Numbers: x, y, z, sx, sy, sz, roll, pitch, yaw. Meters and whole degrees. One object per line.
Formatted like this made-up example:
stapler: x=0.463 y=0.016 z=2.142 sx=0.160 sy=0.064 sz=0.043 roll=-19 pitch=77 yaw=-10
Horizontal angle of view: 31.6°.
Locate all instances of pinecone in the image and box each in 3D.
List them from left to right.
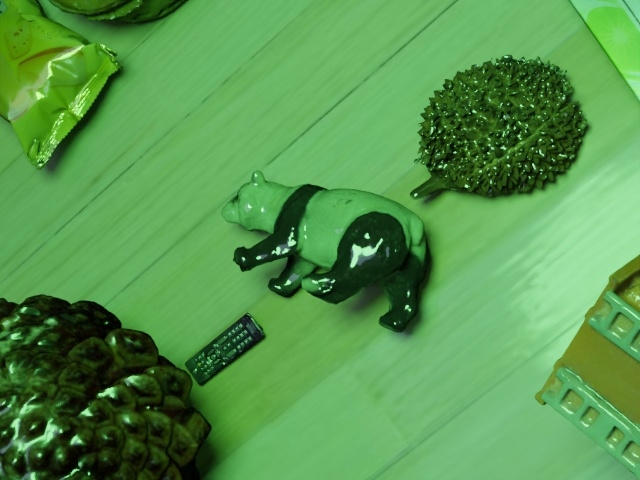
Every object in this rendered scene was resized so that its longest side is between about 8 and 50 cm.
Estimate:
pinecone: x=-0.274 y=0.197 z=1.106 sx=0.298 sy=0.242 sz=0.296 roll=-31 pitch=51 yaw=-18

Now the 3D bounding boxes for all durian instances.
durian: x=0.153 y=-0.104 z=1.066 sx=0.188 sy=0.091 sz=0.148 roll=-41 pitch=68 yaw=13

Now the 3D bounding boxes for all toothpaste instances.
toothpaste: x=0.332 y=-0.128 z=1.010 sx=0.081 sy=0.067 sz=0.336 roll=-35 pitch=69 yaw=17

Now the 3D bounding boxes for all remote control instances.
remote control: x=-0.098 y=0.112 z=1.174 sx=0.091 sy=0.016 sz=0.034 roll=-38 pitch=85 yaw=13

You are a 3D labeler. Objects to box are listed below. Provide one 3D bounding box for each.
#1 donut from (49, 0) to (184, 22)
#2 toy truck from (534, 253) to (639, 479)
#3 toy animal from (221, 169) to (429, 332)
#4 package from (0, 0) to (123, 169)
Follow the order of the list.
donut: x=-0.206 y=-0.365 z=1.261 sx=0.272 sy=0.107 sz=0.272 roll=-5 pitch=79 yaw=27
toy truck: x=0.363 y=0.163 z=0.839 sx=0.387 sy=0.207 sz=0.173 roll=40 pitch=124 yaw=25
toy animal: x=0.000 y=0.000 z=1.112 sx=0.225 sy=0.094 sz=0.121 roll=16 pitch=77 yaw=33
package: x=-0.333 y=-0.198 z=1.286 sx=0.226 sy=0.090 sz=0.168 roll=36 pitch=94 yaw=26
